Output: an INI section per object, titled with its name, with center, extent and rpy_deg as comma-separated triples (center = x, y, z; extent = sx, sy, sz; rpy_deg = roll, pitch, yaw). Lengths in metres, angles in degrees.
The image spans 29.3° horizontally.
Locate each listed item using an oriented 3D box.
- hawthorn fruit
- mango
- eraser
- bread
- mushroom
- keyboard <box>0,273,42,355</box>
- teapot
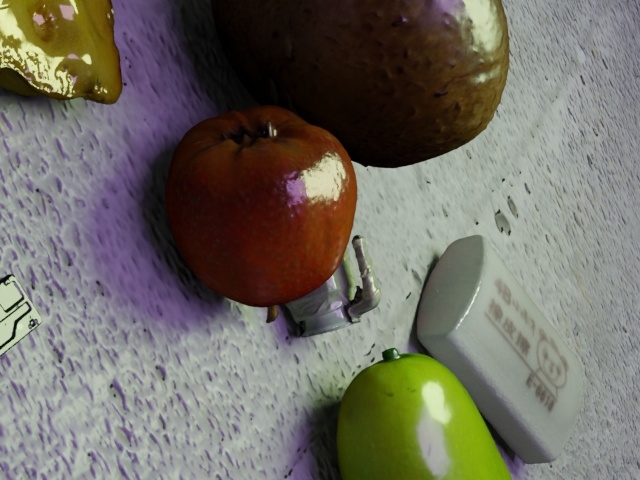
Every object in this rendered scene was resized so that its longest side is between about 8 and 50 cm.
[hawthorn fruit]
center = -0.057, -0.014, 1.217
extent = 0.196, 0.196, 0.226
rpy_deg = -43, 135, -52
[mango]
center = 0.129, 0.281, 1.334
extent = 0.343, 0.156, 0.192
rpy_deg = 61, 36, -17
[eraser]
center = 0.239, 0.144, 1.596
extent = 0.270, 0.094, 0.174
rpy_deg = 48, 45, -28
[bread]
center = -0.269, -0.200, 1.072
extent = 0.233, 0.088, 0.161
rpy_deg = 13, 70, -53
[mushroom]
center = 0.072, -0.237, 1.326
extent = 0.356, 0.334, 0.331
rpy_deg = -21, 68, -38
[keyboard]
center = -0.286, 0.083, 0.989
extent = 0.053, 0.010, 0.155
rpy_deg = 62, 37, -13
[teapot]
center = 0.000, 0.000, 1.324
extent = 0.077, 0.107, 0.200
rpy_deg = -11, 85, -65
